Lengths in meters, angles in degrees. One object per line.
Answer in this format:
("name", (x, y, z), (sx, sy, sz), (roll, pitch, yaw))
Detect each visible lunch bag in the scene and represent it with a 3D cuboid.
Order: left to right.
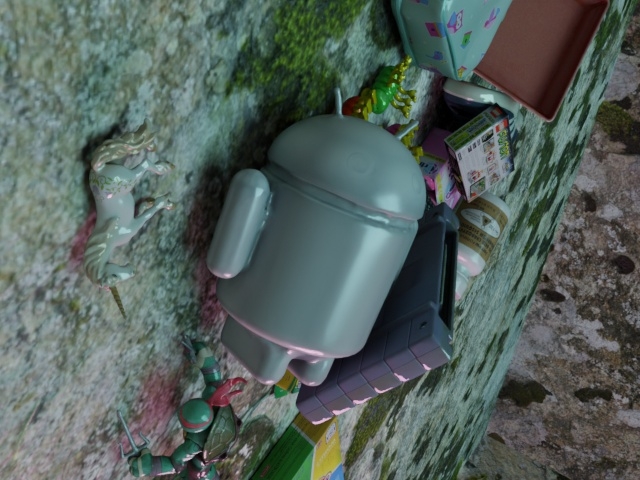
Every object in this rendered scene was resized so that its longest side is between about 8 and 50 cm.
("lunch bag", (0.211, -0.400, 1.088), (0.279, 0.108, 0.224), (-62, 153, -10))

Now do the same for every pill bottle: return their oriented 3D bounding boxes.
("pill bottle", (0.314, 0.007, 1.641), (0.229, 0.131, 0.131), (-60, 155, -13))

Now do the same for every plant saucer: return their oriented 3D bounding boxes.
("plant saucer", (0.346, -0.376, 1.294), (0.259, 0.258, 0.048), (-62, -163, -6))

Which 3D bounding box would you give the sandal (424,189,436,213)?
("sandal", (0.179, -0.058, 1.368), (0.179, 0.040, 0.067), (48, 62, -35))

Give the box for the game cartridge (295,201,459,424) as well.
("game cartridge", (0.087, 0.090, 1.068), (0.068, 0.230, 0.355), (53, 26, -19))

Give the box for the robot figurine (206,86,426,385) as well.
("robot figurine", (0.000, 0.000, 0.902), (0.300, 0.200, 0.353), (12, 106, -46))

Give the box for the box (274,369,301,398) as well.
("box", (-0.017, 0.180, 1.239), (0.105, 0.043, 0.179), (-3, 116, -63))

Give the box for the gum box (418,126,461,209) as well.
("gum box", (0.224, -0.114, 1.431), (0.107, 0.062, 0.188), (-56, 154, -20))

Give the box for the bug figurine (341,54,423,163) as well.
("bug figurine", (0.079, -0.138, 1.104), (0.216, 0.072, 0.279), (-59, 151, -29))

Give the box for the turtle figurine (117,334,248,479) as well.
("turtle figurine", (-0.157, 0.231, 0.922), (0.175, 0.118, 0.234), (-53, 159, -26))

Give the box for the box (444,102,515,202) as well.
("box", (0.293, -0.154, 1.356), (0.114, 0.036, 0.207), (-36, 152, 0))

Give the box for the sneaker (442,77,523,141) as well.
("sneaker", (0.304, -0.208, 1.429), (0.350, 0.131, 0.148), (9, 106, -63))

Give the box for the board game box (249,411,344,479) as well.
("board game box", (-0.049, 0.486, 1.423), (0.242, 0.064, 0.316), (-50, 151, -31))

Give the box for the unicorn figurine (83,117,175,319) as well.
("unicorn figurine", (-0.185, -0.026, 0.701), (0.111, 0.060, 0.162), (-40, 129, -44))
